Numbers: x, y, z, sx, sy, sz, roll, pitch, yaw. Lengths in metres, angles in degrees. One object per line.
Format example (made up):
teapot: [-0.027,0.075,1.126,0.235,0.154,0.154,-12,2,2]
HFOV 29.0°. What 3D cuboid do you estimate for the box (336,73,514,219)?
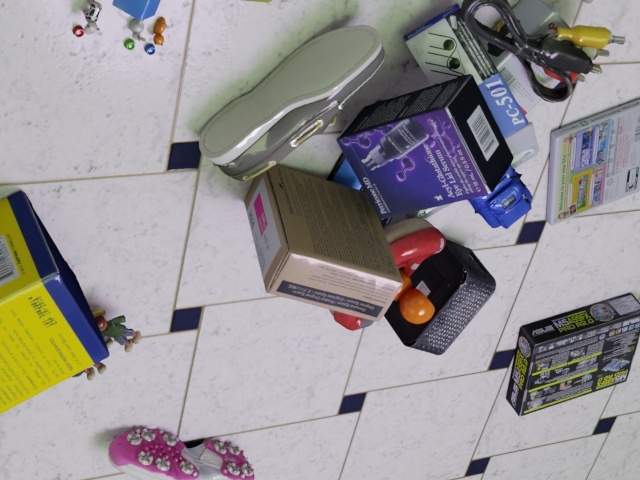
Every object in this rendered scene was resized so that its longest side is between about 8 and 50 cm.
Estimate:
box: [0.155,-0.136,1.835,0.207,0.108,0.153,-15,115,39]

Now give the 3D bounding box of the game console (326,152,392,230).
game console: [0.073,-0.082,1.972,0.071,0.107,0.122,-18,144,-59]

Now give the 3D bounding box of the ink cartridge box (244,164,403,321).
ink cartridge box: [0.000,0.000,1.856,0.193,0.235,0.088,15,122,-23]

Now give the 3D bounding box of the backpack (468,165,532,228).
backpack: [0.293,-0.088,2.058,0.098,0.101,0.120,-42,128,-2]

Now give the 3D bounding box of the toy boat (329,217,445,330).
toy boat: [0.131,0.076,2.064,0.231,0.151,0.151,-53,160,21]

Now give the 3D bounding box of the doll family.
doll family: [-0.377,0.160,1.916,0.193,0.076,0.111,-41,141,12]

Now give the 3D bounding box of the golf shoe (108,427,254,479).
golf shoe: [-0.260,0.420,2.193,0.306,0.115,0.140,21,119,-40]

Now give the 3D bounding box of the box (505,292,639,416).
box: [0.521,0.234,2.528,0.270,0.060,0.216,-15,135,-18]

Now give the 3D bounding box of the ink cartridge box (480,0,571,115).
ink cartridge box: [0.314,-0.280,1.932,0.175,0.072,0.127,-44,135,11]

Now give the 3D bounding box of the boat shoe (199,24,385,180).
boat shoe: [-0.030,-0.196,1.782,0.305,0.109,0.091,-34,138,9]

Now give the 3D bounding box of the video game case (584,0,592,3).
video game case: [0.389,-0.530,1.782,0.329,0.036,0.300,21,115,-42]

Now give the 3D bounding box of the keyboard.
keyboard: [0.256,-0.113,2.096,0.256,0.014,0.072,-30,132,-5]

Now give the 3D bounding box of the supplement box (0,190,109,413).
supplement box: [-0.511,0.126,1.716,0.356,0.195,0.194,-28,137,-8]

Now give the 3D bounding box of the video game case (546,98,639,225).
video game case: [0.493,-0.139,2.204,0.193,0.023,0.212,-21,136,-14]

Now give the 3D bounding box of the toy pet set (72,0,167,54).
toy pet set: [-0.241,-0.285,1.603,0.122,0.065,0.114,7,124,-36]

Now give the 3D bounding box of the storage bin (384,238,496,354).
storage bin: [0.205,0.098,2.170,0.084,0.122,0.180,20,116,-41]

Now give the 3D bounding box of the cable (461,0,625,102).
cable: [0.311,-0.295,1.847,0.287,0.072,0.139,18,135,-24]

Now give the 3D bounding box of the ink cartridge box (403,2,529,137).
ink cartridge box: [0.218,-0.241,1.852,0.097,0.046,0.207,-30,107,10]
